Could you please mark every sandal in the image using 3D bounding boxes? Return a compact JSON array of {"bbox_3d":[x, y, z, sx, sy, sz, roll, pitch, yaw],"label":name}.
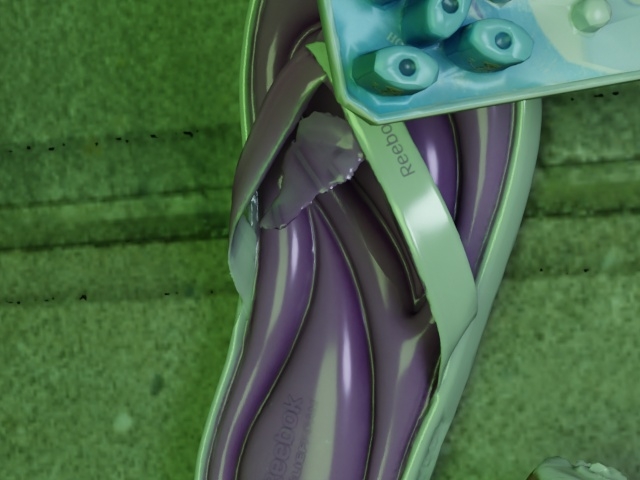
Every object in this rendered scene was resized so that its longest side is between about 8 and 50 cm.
[{"bbox_3d":[0.014,0.002,1.027,0.169,0.102,0.416,8,97,21],"label":"sandal"}]

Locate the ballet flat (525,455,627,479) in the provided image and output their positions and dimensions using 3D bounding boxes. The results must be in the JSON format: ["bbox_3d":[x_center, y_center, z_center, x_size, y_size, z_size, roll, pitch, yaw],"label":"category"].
[{"bbox_3d":[0.245,0.261,0.957,0.147,0.147,0.409,-34,84,21],"label":"ballet flat"}]

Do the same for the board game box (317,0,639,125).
[{"bbox_3d":[0.165,-0.272,0.858,0.390,0.050,0.390,-10,90,-12],"label":"board game box"}]
